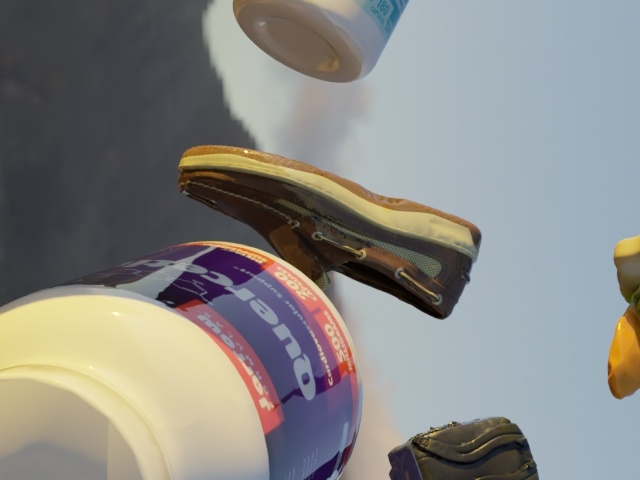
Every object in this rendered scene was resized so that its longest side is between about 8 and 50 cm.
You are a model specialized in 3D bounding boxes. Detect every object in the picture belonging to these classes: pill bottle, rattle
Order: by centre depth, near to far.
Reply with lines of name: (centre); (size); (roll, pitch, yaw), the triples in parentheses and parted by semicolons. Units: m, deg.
pill bottle: (-0.094, 0.103, 1.015); (0.323, 0.181, 0.182); (-24, 113, -76)
rattle: (0.359, 0.058, 1.725); (0.143, 0.199, 0.130); (-68, 153, -48)
pill bottle: (0.036, -0.289, 1.797); (0.264, 0.146, 0.146); (-63, 178, -18)

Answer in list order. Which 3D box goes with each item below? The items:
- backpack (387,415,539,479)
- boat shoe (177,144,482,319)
backpack: (0.130, 0.211, 1.766); (0.101, 0.120, 0.098); (-34, -107, 65)
boat shoe: (0.001, -0.001, 1.578); (0.095, 0.257, 0.095); (118, -12, -78)
